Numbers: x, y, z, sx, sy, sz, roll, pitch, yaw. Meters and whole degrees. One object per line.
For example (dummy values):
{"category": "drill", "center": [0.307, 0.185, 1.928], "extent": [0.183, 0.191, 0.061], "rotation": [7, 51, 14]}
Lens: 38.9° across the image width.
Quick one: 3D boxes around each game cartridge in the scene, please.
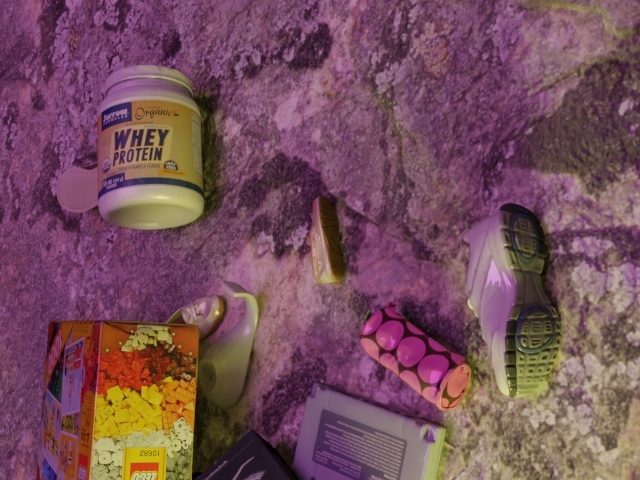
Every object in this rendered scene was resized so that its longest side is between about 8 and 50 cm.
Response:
{"category": "game cartridge", "center": [0.077, 0.375, 1.565], "extent": [0.294, 0.060, 0.196], "rotation": [12, 86, 44]}

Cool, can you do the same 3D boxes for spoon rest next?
{"category": "spoon rest", "center": [-0.183, 0.214, 1.843], "extent": [0.137, 0.084, 0.276], "rotation": [36, 119, 43]}

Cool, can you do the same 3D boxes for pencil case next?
{"category": "pencil case", "center": [0.158, 0.189, 1.504], "extent": [0.209, 0.095, 0.098], "rotation": [35, 89, 40]}

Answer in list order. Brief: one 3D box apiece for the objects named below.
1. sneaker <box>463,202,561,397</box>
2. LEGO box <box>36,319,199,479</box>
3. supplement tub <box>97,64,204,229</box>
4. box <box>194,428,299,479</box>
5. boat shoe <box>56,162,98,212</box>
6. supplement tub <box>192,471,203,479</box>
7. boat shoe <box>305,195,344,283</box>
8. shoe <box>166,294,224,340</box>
{"category": "sneaker", "center": [0.288, 0.097, 1.408], "extent": [0.129, 0.111, 0.297], "rotation": [-26, 59, 55]}
{"category": "LEGO box", "center": [-0.423, 0.350, 1.835], "extent": [0.500, 0.193, 0.372], "rotation": [-12, 74, 62]}
{"category": "supplement tub", "center": [-0.375, -0.202, 1.996], "extent": [0.228, 0.228, 0.316], "rotation": [-19, 69, 40]}
{"category": "box", "center": [-0.107, 0.473, 1.642], "extent": [0.153, 0.108, 0.207], "rotation": [-41, 49, -5]}
{"category": "boat shoe", "center": [-0.530, -0.142, 2.223], "extent": [0.324, 0.097, 0.116], "rotation": [-15, 90, 42]}
{"category": "supplement tub", "center": [-0.239, 0.566, 1.785], "extent": [0.106, 0.106, 0.197], "rotation": [13, 90, 44]}
{"category": "boat shoe", "center": [0.000, 0.000, 1.711], "extent": [0.059, 0.063, 0.170], "rotation": [-19, 69, 33]}
{"category": "shoe", "center": [-0.288, 0.186, 1.946], "extent": [0.219, 0.058, 0.076], "rotation": [-40, 56, 30]}
